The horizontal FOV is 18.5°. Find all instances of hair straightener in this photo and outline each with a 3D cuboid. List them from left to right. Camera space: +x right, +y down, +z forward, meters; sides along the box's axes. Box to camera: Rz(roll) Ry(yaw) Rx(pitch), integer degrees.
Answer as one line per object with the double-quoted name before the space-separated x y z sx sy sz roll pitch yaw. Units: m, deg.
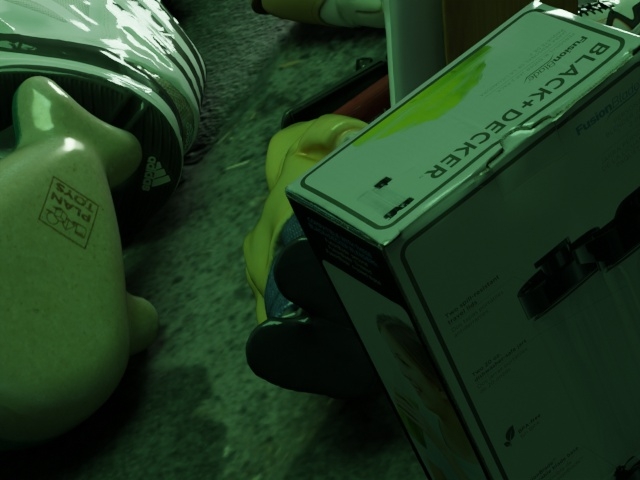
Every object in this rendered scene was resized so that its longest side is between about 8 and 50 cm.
"hair straightener" 0.058 -0.139 1.486 0.230 0.047 0.089 -40 37 -19

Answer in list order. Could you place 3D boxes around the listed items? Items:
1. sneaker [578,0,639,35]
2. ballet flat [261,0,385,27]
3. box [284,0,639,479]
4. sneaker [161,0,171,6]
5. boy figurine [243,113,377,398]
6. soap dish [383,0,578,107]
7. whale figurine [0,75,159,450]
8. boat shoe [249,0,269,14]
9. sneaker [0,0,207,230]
"sneaker" 0.195 -0.155 1.422 0.109 0.044 0.040 -38 34 -19
"ballet flat" 0.065 -0.210 1.559 0.232 0.080 0.073 -22 64 11
"box" 0.119 0.047 0.985 0.169 0.290 0.087 -38 36 -15
"sneaker" -0.262 -0.174 1.719 0.300 0.111 0.121 -18 54 12
"boy figurine" 0.000 0.000 1.272 0.092 0.177 0.285 18 20 -5
"soap dish" 0.097 -0.159 1.267 0.118 0.229 0.291 -6 36 1
"whale figurine" -0.211 0.019 1.340 0.141 0.216 0.272 -34 32 43
"boat shoe" 0.001 -0.237 1.638 0.152 0.056 0.049 -27 70 -16
"sneaker" -0.303 -0.155 1.556 0.447 0.169 0.257 18 28 0
